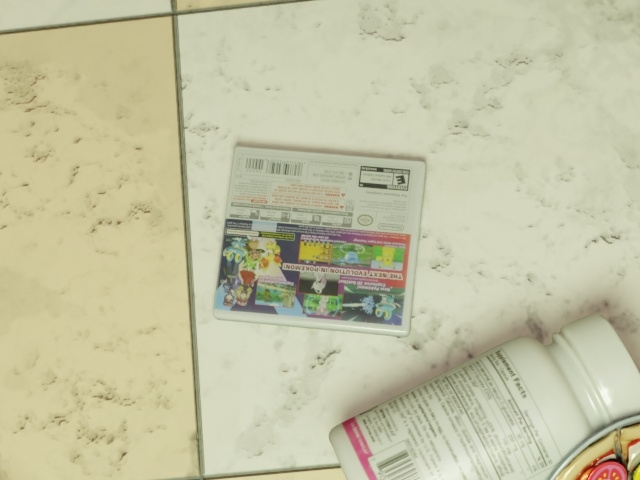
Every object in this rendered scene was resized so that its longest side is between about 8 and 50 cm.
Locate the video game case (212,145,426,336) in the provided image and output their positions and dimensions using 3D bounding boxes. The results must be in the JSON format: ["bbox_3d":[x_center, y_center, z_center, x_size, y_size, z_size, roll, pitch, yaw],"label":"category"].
[{"bbox_3d":[0.000,0.000,1.747,0.201,0.023,0.183,5,76,6],"label":"video game case"}]

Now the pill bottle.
[{"bbox_3d":[0.165,0.189,1.610,0.283,0.160,0.160,-26,74,-2],"label":"pill bottle"}]

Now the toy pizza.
[{"bbox_3d":[0.281,0.248,1.576,0.201,0.201,0.032,-37,40,-5],"label":"toy pizza"}]
